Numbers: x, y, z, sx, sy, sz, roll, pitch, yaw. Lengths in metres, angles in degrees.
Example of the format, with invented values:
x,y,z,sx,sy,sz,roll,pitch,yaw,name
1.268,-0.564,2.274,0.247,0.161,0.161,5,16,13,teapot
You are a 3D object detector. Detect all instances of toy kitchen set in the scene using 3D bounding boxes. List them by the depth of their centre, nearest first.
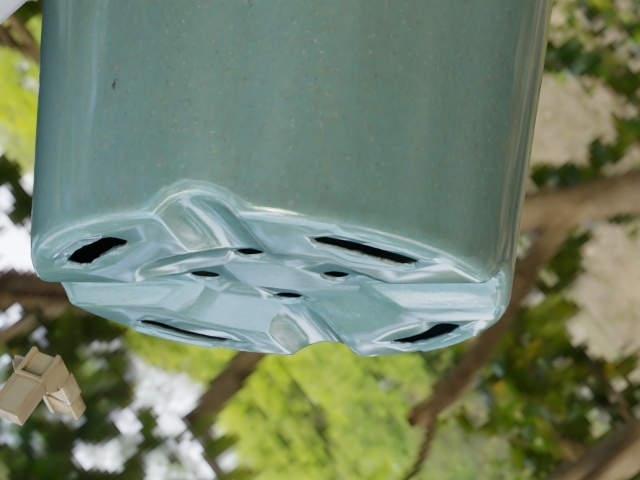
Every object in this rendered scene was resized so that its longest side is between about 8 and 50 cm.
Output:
x,y,z,sx,sy,sz,roll,pitch,yaw,name
-0.277,0.149,1.700,0.068,0.075,0.083,17,146,27,toy kitchen set

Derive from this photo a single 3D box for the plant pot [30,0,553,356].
x,y,z,sx,sy,sz,roll,pitch,yaw,name
-0.013,-0.127,0.997,0.341,0.341,0.334,50,-138,-63,plant pot

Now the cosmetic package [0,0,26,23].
x,y,z,sx,sy,sz,roll,pitch,yaw,name
-0.235,-0.178,0.766,0.230,0.453,0.161,57,-154,5,cosmetic package
